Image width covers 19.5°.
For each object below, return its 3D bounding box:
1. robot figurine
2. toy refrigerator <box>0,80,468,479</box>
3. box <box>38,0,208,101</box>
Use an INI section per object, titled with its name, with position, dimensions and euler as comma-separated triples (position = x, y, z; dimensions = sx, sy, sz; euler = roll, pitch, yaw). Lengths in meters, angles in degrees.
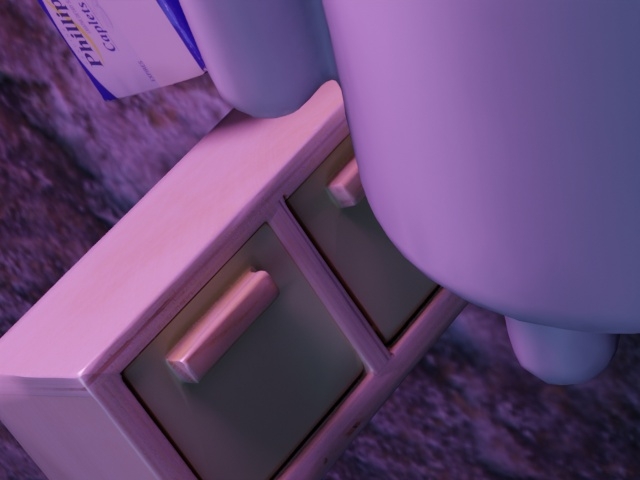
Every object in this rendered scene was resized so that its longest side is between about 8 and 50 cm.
[robot figurine]
position = 0.093, -0.112, 0.594
dimensions = 0.300, 0.199, 0.353
euler = -10, 131, 3
[toy refrigerator]
position = 0.000, 0.000, 0.740
dimensions = 0.094, 0.269, 0.102
euler = -4, 126, 52
[box]
position = -0.061, -0.148, 0.753
dimensions = 0.072, 0.137, 0.126
euler = -6, 125, 46
